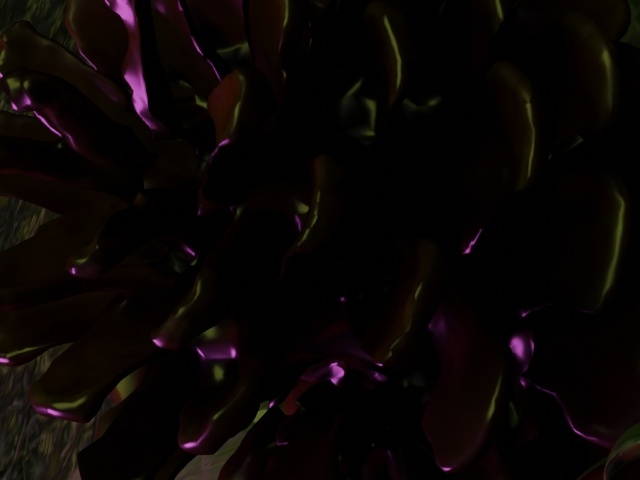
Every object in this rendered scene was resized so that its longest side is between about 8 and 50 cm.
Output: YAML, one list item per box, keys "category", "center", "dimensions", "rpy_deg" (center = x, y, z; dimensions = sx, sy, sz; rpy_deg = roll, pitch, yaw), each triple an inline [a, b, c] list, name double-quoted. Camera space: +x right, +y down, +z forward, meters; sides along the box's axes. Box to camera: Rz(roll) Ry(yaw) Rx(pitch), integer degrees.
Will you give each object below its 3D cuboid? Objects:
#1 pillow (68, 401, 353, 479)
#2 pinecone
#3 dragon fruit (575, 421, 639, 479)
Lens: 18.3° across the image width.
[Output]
- category: "pillow"
  center: [-0.064, 0.196, 0.876]
  dimensions: [0.281, 0.076, 0.274]
  rpy_deg: [-59, 34, 13]
- category: "pinecone"
  center: [-0.008, -0.003, 0.696]
  dimensions: [0.264, 0.264, 0.264]
  rpy_deg: [-43, 37, 45]
- category: "dragon fruit"
  center: [0.096, 0.134, 0.533]
  dimensions: [0.236, 0.137, 0.135]
  rpy_deg: [-54, 27, 36]
